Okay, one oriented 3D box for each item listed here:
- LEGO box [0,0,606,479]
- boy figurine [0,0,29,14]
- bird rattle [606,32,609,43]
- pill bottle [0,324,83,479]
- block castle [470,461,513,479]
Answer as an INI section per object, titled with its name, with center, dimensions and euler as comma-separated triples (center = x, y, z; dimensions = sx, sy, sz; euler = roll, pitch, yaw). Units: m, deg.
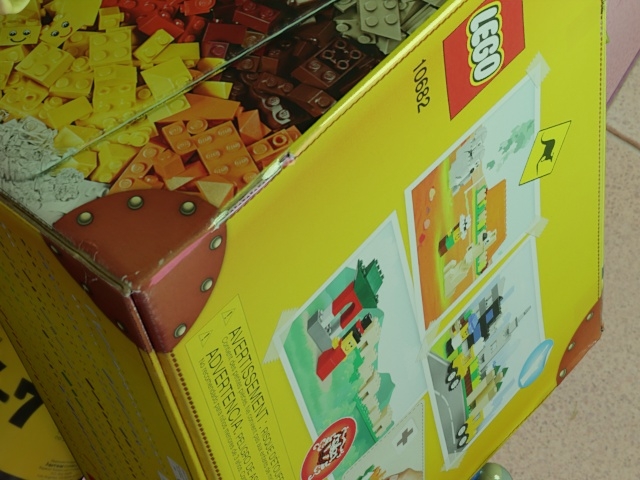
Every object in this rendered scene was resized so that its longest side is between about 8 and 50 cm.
[LEGO box]
center = 0.000, 0.000, 1.066
dimensions = 0.372, 0.193, 0.500
euler = -44, 150, -21
[boy figurine]
center = -0.123, -0.239, 0.782
dimensions = 0.285, 0.092, 0.177
euler = -61, 169, 1
[bird rattle]
center = 0.196, -0.257, 1.645
dimensions = 0.207, 0.143, 0.253
euler = -40, 156, -10
[pill bottle]
center = -0.187, 0.075, 1.190
dimensions = 0.208, 0.119, 0.119
euler = -62, 165, 16
[block castle]
center = 0.081, 0.086, 1.595
dimensions = 0.303, 0.212, 0.453
euler = -64, -171, -9
